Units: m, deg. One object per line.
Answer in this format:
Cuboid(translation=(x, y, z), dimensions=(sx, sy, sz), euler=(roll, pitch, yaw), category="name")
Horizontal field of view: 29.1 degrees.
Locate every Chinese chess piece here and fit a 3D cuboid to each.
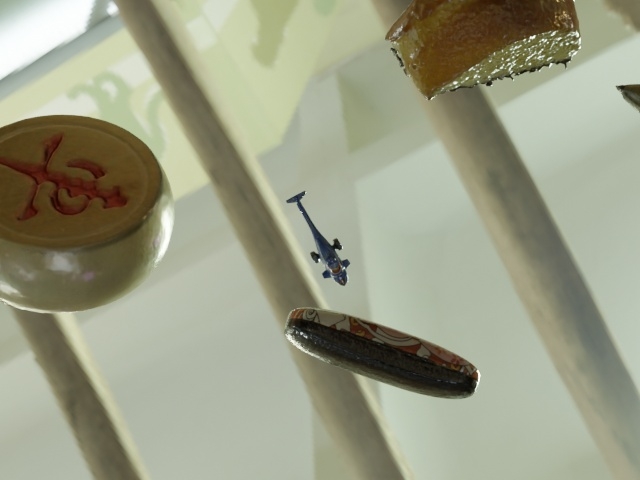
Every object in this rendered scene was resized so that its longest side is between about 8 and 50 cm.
Cuboid(translation=(-0.288, -0.036, 1.372), dimensions=(0.250, 0.097, 0.251), euler=(5, -135, -5), category="Chinese chess piece")

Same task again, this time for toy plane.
Cuboid(translation=(0.000, 0.000, 1.999), dimensions=(0.054, 0.167, 0.062), euler=(-29, 180, 1), category="toy plane")

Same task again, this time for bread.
Cuboid(translation=(0.221, -0.274, 1.517), dimensions=(0.260, 0.129, 0.134), euler=(-18, 161, -15), category="bread")

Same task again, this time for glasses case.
Cuboid(translation=(0.081, 0.150, 1.630), dimensions=(0.103, 0.266, 0.067), euler=(119, -9, -71), category="glasses case")

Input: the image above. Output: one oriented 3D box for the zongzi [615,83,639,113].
Cuboid(translation=(0.442, -0.071, 1.273), dimensions=(0.256, 0.228, 0.115), euler=(19, -110, 43), category="zongzi")
